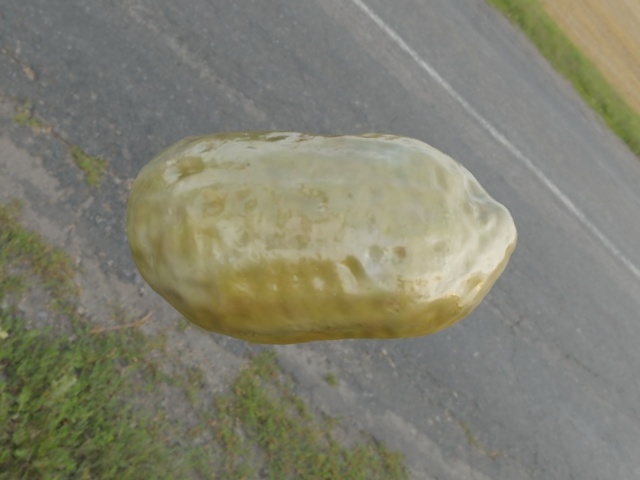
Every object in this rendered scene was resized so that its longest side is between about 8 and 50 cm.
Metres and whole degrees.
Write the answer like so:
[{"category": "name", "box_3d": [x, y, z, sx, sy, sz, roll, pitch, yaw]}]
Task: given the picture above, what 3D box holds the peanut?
[{"category": "peanut", "box_3d": [0.000, 0.000, 0.464, 0.224, 0.129, 0.129, 6, 32, 8]}]
